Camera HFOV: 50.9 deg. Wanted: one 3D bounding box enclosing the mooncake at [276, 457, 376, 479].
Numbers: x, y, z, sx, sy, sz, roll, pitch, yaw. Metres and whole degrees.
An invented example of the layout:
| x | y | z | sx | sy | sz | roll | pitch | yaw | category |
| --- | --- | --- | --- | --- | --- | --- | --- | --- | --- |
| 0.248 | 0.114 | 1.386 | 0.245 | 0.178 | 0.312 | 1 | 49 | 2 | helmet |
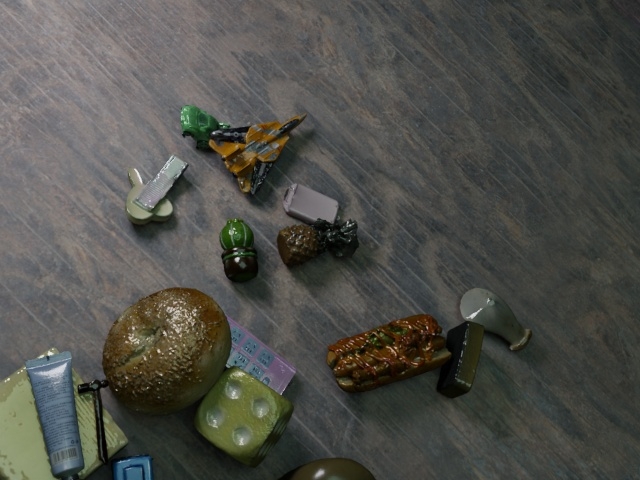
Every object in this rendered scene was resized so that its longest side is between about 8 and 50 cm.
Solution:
| x | y | z | sx | sy | sz | roll | pitch | yaw | category |
| --- | --- | --- | --- | --- | --- | --- | --- | --- | --- |
| 0.024 | 0.707 | 1.438 | 0.467 | 0.262 | 0.467 | 7 | 68 | -19 | mooncake |

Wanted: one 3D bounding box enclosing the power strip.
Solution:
| x | y | z | sx | sy | sz | roll | pitch | yaw | category |
| --- | --- | --- | --- | --- | --- | --- | --- | --- | --- |
| -0.190 | 0.287 | 1.661 | 0.279 | 0.037 | 0.109 | 38 | 60 | -2 | power strip |

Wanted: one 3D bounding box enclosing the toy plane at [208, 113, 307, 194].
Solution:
| x | y | z | sx | sy | sz | roll | pitch | yaw | category |
| --- | --- | --- | --- | --- | --- | --- | --- | --- | --- |
| -0.153 | -0.279 | 1.883 | 0.316 | 0.103 | 0.204 | -42 | 101 | -40 | toy plane |

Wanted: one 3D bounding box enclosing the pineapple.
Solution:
| x | y | z | sx | sy | sz | roll | pitch | yaw | category |
| --- | --- | --- | --- | --- | --- | --- | --- | --- | --- |
| 0.000 | 0.000 | 1.819 | 0.237 | 0.119 | 0.111 | -13 | 47 | -25 | pineapple |

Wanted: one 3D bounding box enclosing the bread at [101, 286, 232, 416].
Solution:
| x | y | z | sx | sy | sz | roll | pitch | yaw | category |
| --- | --- | --- | --- | --- | --- | --- | --- | --- | --- |
| -0.349 | 0.237 | 1.489 | 0.305 | 0.159 | 0.306 | -9 | 59 | 16 | bread |

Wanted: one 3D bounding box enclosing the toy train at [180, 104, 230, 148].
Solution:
| x | y | z | sx | sy | sz | roll | pitch | yaw | category |
| --- | --- | --- | --- | --- | --- | --- | --- | --- | --- |
| -0.317 | -0.311 | 1.831 | 0.081 | 0.149 | 0.099 | -10 | 69 | 23 | toy train |

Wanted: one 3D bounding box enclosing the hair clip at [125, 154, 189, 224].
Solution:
| x | y | z | sx | sy | sz | roll | pitch | yaw | category |
| --- | --- | --- | --- | --- | --- | --- | --- | --- | --- |
| -0.434 | -0.133 | 1.729 | 0.159 | 0.071 | 0.218 | 31 | 55 | -3 | hair clip |

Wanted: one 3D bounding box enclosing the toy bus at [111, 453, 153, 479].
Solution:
| x | y | z | sx | sy | sz | roll | pitch | yaw | category |
| --- | --- | --- | --- | --- | --- | --- | --- | --- | --- |
| -0.396 | 0.550 | 1.431 | 0.090 | 0.106 | 0.185 | -4 | 70 | -20 | toy bus |

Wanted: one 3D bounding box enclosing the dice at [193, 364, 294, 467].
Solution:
| x | y | z | sx | sy | sz | roll | pitch | yaw | category |
| --- | --- | --- | --- | --- | --- | --- | --- | --- | --- |
| -0.170 | 0.396 | 1.519 | 0.169 | 0.169 | 0.166 | 32 | 79 | 15 | dice |

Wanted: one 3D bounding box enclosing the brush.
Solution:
| x | y | z | sx | sy | sz | roll | pitch | yaw | category |
| --- | --- | --- | --- | --- | --- | --- | --- | --- | --- |
| 0.376 | 0.320 | 1.816 | 0.059 | 0.123 | 0.197 | 23 | 61 | -7 | brush |

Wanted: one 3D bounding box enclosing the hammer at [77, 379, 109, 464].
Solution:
| x | y | z | sx | sy | sz | roll | pitch | yaw | category |
| --- | --- | --- | --- | --- | --- | --- | --- | --- | --- |
| -0.463 | 0.378 | 1.395 | 0.065 | 0.021 | 0.178 | -2 | 67 | -29 | hammer |

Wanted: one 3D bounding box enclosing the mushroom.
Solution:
| x | y | z | sx | sy | sz | roll | pitch | yaw | category |
| --- | --- | --- | --- | --- | --- | --- | --- | --- | --- |
| 0.508 | 0.224 | 1.934 | 0.225 | 0.093 | 0.116 | 32 | 82 | -16 | mushroom |

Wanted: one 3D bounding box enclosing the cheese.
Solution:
| x | y | z | sx | sy | sz | roll | pitch | yaw | category |
| --- | --- | --- | --- | --- | --- | --- | --- | --- | --- |
| -0.579 | 0.402 | 1.413 | 0.242 | 0.124 | 0.265 | -36 | 84 | -35 | cheese |

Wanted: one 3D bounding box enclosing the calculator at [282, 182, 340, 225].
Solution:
| x | y | z | sx | sy | sz | roll | pitch | yaw | category |
| --- | --- | --- | --- | --- | --- | --- | --- | --- | --- |
| -0.024 | -0.095 | 1.891 | 0.175 | 0.032 | 0.100 | 24 | 62 | -11 | calculator |

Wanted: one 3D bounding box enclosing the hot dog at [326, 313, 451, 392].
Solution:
| x | y | z | sx | sy | sz | roll | pitch | yaw | category |
| --- | --- | --- | --- | --- | --- | --- | --- | --- | --- |
| 0.185 | 0.287 | 1.754 | 0.348 | 0.117 | 0.158 | -11 | 63 | -25 | hot dog |

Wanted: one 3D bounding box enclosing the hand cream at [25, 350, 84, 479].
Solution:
| x | y | z | sx | sy | sz | roll | pitch | yaw | category |
| --- | --- | --- | --- | --- | --- | --- | --- | --- | --- |
| -0.525 | 0.361 | 1.356 | 0.091 | 0.058 | 0.271 | -13 | 69 | -18 | hand cream |

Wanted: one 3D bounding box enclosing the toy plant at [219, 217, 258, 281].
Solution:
| x | y | z | sx | sy | sz | roll | pitch | yaw | category |
| --- | --- | --- | --- | --- | --- | --- | --- | --- | --- |
| -0.212 | 0.021 | 1.738 | 0.092 | 0.093 | 0.162 | -4 | 67 | -22 | toy plant |
